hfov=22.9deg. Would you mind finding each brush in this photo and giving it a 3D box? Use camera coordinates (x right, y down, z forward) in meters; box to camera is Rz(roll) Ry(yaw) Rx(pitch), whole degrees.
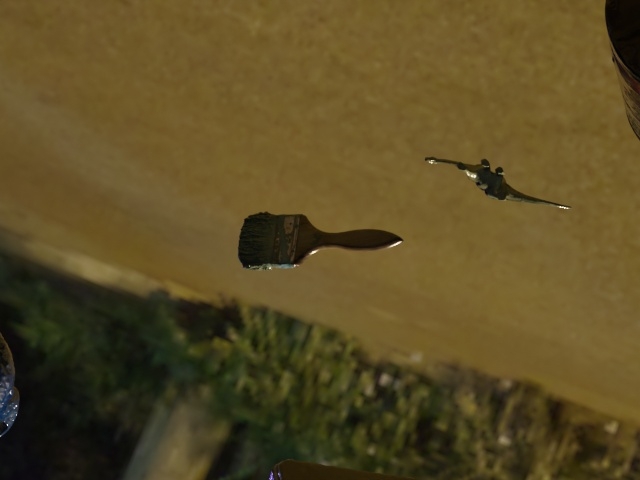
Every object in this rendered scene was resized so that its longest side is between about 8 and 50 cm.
[{"bbox_3d":[0.000,0.000,1.740,0.196,0.070,0.021,0,159,23],"label":"brush"}]

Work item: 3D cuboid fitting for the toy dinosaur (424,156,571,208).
[{"bbox_3d":[0.200,-0.068,1.827,0.180,0.037,0.058,31,-177,19],"label":"toy dinosaur"}]

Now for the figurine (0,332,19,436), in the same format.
[{"bbox_3d":[-0.397,0.135,1.650,0.164,0.121,0.262,57,-167,6],"label":"figurine"}]

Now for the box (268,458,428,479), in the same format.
[{"bbox_3d":[0.023,0.264,0.981,0.168,0.259,0.071,11,-156,-12],"label":"box"}]

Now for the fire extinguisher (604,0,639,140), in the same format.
[{"bbox_3d":[0.273,-0.129,1.182,0.135,0.114,0.337,35,-179,18],"label":"fire extinguisher"}]
